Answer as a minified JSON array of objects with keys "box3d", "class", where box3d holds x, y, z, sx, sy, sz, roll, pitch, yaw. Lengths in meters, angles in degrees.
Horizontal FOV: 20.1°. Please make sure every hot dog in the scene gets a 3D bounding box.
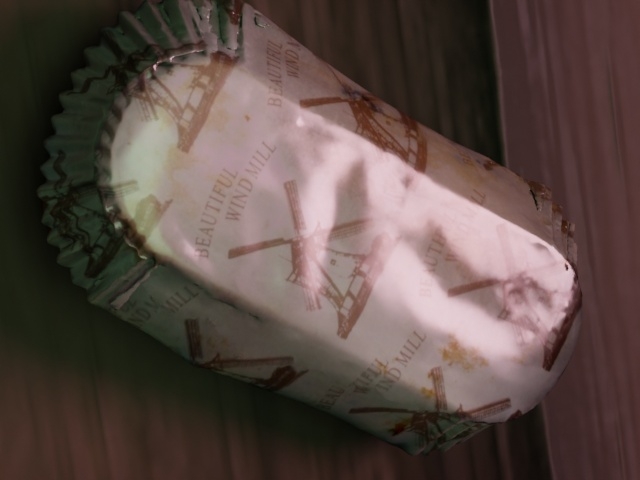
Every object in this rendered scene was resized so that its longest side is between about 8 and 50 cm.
[{"box3d":[0.000,0.000,0.578,0.191,0.059,0.108,29,82,-22],"class":"hot dog"}]
